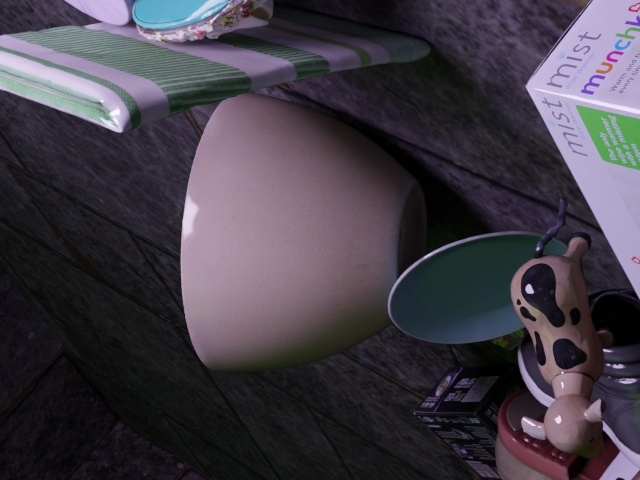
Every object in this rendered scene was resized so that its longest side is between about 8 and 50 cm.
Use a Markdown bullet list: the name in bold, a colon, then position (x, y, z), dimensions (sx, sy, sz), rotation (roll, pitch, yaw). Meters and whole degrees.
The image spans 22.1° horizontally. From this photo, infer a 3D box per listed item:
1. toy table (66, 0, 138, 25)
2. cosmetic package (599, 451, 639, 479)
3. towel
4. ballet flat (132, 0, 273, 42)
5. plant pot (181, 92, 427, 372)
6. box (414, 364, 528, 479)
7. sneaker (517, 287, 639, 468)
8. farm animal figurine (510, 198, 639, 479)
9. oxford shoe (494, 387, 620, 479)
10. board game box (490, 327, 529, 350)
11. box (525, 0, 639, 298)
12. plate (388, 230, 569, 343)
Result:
- **toy table**: position (-0.218, -0.333, 1.396), dimensions (0.274, 0.161, 0.252), rotation (47, 161, -21)
- **cosmetic package**: position (0.422, 0.261, 1.548), dimensions (0.225, 0.138, 0.224), rotation (43, 162, -11)
- **towel**: position (-0.108, -0.154, 1.391), dimensions (0.248, 0.325, 0.038), rotation (20, 117, 44)
- **ballet flat**: position (-0.046, -0.213, 1.321), dimensions (0.241, 0.091, 0.077), rotation (-25, 141, 34)
- **plant pot**: position (0.000, 0.000, 1.634), dimensions (0.191, 0.284, 0.284), rotation (5, 150, 17)
- **box**: position (0.219, 0.227, 1.974), dimensions (0.147, 0.077, 0.180), rotation (44, 162, -11)
- **sneaker**: position (0.268, 0.099, 1.565), dimensions (0.296, 0.105, 0.147), rotation (-141, 34, -65)
- **farm animal figurine**: position (0.283, 0.170, 1.318), dimensions (0.330, 0.172, 0.326), rotation (21, 113, 17)
- **oxford shoe**: position (0.338, 0.297, 1.780), dimensions (0.348, 0.123, 0.130), rotation (37, 143, 27)
- **board game box**: position (0.164, 0.080, 1.811), dimensions (0.133, 0.033, 0.168), rotation (40, 163, 3)
- **box**: position (0.301, -0.040, 1.100), dimensions (0.231, 0.127, 0.262), rotation (19, 154, 45)
- **plate**: position (0.154, 0.040, 1.569), dimensions (0.188, 0.188, 0.024), rotation (68, -173, -56)
